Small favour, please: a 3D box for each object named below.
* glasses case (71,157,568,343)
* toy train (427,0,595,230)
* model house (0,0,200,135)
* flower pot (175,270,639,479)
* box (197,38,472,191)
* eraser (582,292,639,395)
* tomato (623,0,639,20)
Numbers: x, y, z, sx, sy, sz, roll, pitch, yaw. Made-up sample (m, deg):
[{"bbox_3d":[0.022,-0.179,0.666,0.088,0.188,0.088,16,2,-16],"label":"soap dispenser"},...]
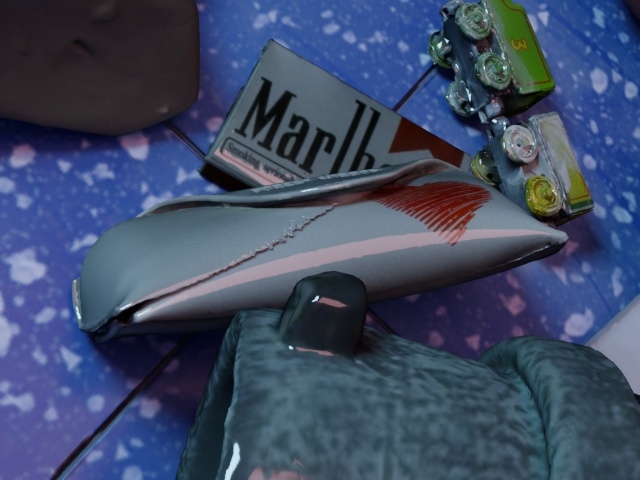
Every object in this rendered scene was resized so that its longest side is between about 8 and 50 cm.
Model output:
[{"bbox_3d":[0.001,0.000,0.674,0.308,0.128,0.083,-10,93,-15],"label":"glasses case"},{"bbox_3d":[0.149,-0.095,0.834,0.081,0.060,0.202,-14,79,-31],"label":"toy train"},{"bbox_3d":[-0.187,-0.180,0.700,0.229,0.122,0.188,3,57,-36],"label":"model house"},{"bbox_3d":[0.061,0.167,0.592,0.282,0.299,0.299,16,66,-7],"label":"flower pot"},{"bbox_3d":[0.014,-0.056,0.779,0.177,0.036,0.115,28,63,-10],"label":"box"},{"bbox_3d":[0.285,0.158,0.796,0.204,0.059,0.243,-34,83,-29],"label":"eraser"},{"bbox_3d":[0.351,-0.272,0.884,0.270,0.227,0.270,6,79,-37],"label":"tomato"}]
